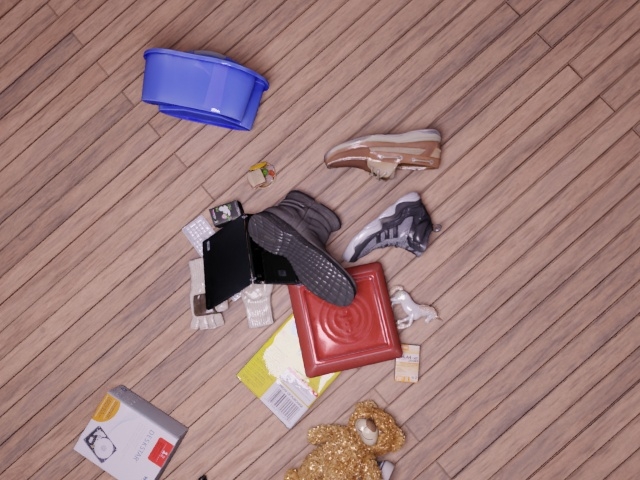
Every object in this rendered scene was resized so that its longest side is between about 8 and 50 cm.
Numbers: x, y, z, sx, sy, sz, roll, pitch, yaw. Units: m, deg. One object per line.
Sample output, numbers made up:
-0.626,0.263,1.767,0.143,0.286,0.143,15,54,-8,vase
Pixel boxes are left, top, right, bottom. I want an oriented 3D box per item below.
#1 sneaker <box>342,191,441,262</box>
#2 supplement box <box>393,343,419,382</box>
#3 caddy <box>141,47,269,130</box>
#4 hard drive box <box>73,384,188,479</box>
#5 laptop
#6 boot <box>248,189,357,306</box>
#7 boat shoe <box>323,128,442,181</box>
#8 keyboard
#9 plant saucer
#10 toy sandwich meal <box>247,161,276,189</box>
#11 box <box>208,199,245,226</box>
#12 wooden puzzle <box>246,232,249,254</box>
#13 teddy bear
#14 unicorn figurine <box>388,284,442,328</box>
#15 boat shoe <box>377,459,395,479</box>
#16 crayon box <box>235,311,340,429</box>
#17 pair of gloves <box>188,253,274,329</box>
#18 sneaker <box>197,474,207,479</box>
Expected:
0.196,0.002,1.358,0.268,0.101,0.153,-40,81,-3,sneaker
0.231,0.328,1.362,0.062,0.036,0.099,3,85,4,supplement box
-0.311,-0.420,1.364,0.340,0.241,0.180,12,91,5,caddy
-0.508,0.535,1.372,0.232,0.089,0.181,30,88,6,hard drive box
-0.169,0.057,1.357,0.264,0.137,0.235,3,49,-21,laptop
0.000,0.000,1.311,0.338,0.222,0.118,43,130,9,boot
0.171,-0.221,1.374,0.323,0.123,0.117,-8,87,5,boat shoe
-0.290,0.049,1.435,0.072,0.014,0.256,-37,84,0,keyboard
0.063,0.199,1.307,0.258,0.048,0.259,-12,78,-3,plant saucer
-0.168,-0.184,1.437,0.085,0.029,0.086,0,85,4,toy sandwich meal
-0.259,-0.073,1.418,0.083,0.062,0.052,-18,84,2,box
-0.193,0.019,1.431,0.116,0.014,0.079,19,82,5,wooden puzzle
0.051,0.555,1.285,0.337,0.245,0.113,-31,127,5,teddy bear
0.239,0.187,1.362,0.111,0.060,0.162,-38,84,1,unicorn figurine
0.044,0.687,1.306,0.158,0.127,0.341,31,80,20,boat shoe
-0.042,0.309,1.358,0.202,0.081,0.318,43,87,7,crayon box
-0.247,0.142,1.396,0.239,0.042,0.205,-3,85,4,pair of gloves
-0.250,0.719,1.341,0.232,0.081,0.091,31,95,7,sneaker
